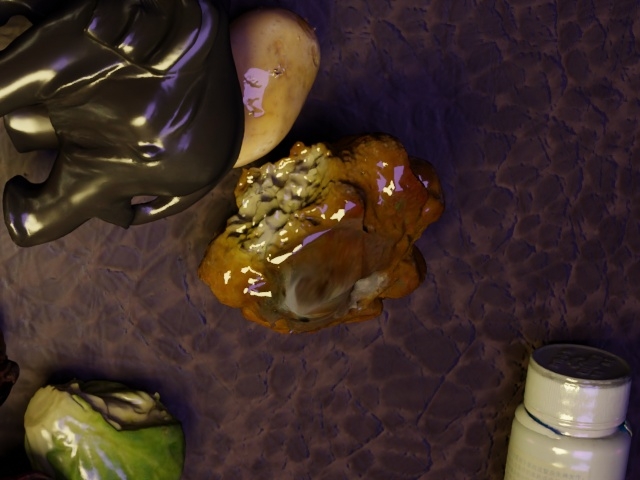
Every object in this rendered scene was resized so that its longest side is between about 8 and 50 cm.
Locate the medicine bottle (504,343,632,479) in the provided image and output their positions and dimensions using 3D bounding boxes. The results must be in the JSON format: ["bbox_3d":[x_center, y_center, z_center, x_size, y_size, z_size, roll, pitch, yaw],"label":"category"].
[{"bbox_3d":[0.291,0.262,2.065,0.143,0.143,0.258,-1,110,-20],"label":"medicine bottle"}]

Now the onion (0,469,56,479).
[{"bbox_3d":[-0.311,0.418,1.747,0.260,0.282,0.336,-29,85,18],"label":"onion"}]

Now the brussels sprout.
[{"bbox_3d":[-0.233,0.228,1.862,0.183,0.131,0.145,12,97,-28],"label":"brussels sprout"}]

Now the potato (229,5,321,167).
[{"bbox_3d":[-0.071,-0.160,1.801,0.118,0.109,0.178,33,97,-6],"label":"potato"}]

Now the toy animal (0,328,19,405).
[{"bbox_3d":[-0.379,0.157,1.767,0.116,0.218,0.179,19,60,-27],"label":"toy animal"}]

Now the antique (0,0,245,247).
[{"bbox_3d":[-0.199,-0.168,1.680,0.255,0.185,0.322,-9,113,10],"label":"antique"}]

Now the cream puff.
[{"bbox_3d":[0.000,0.000,1.838,0.269,0.155,0.241,-12,133,-10],"label":"cream puff"}]
